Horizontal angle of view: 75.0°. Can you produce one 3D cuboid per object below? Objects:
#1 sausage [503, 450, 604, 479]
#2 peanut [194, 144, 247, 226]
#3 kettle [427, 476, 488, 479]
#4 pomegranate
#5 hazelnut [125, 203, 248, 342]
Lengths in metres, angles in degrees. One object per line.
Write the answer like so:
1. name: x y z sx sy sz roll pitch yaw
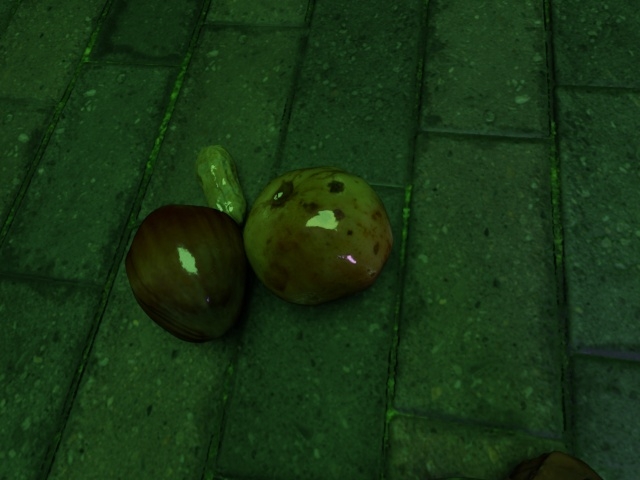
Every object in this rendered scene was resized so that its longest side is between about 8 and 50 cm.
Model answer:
1. sausage: 0.306 0.387 0.459 0.152 0.152 0.280 -21 68 -2
2. peanut: -0.177 -0.099 0.740 0.080 0.080 0.175 -23 67 -3
3. kettle: 0.157 0.448 0.362 0.361 0.249 0.377 -33 63 42
4. pomegranate: 0.000 0.000 0.621 0.215 0.215 0.216 -2 68 5
5. hazelnut: -0.188 0.044 0.634 0.210 0.210 0.186 14 43 11
